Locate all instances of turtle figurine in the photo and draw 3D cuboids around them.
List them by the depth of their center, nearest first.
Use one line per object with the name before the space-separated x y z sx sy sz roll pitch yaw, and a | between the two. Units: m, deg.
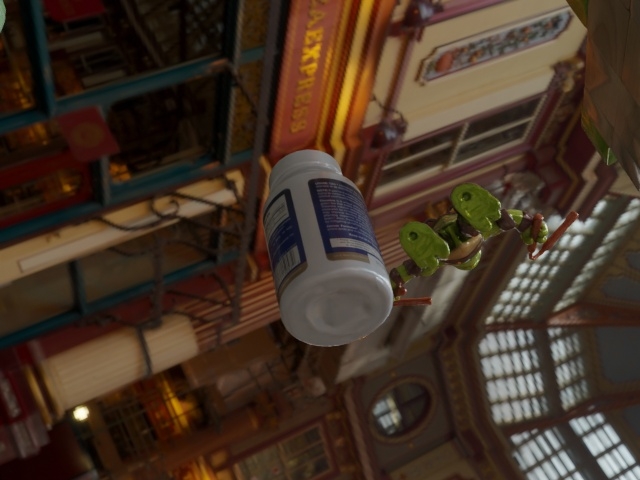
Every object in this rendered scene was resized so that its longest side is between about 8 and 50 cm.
turtle figurine | 0.171 -0.006 1.030 0.217 0.269 0.087 41 27 -72

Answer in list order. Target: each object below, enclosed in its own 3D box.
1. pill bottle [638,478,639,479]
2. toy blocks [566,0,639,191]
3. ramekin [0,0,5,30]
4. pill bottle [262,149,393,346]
pill bottle | 0.336 0.325 0.517 0.407 0.229 0.229 44 -32 48
toy blocks | 0.331 -0.179 0.629 0.191 0.261 0.381 63 6 21
ramekin | -0.398 -0.170 0.679 0.303 0.303 0.148 35 -22 53
pill bottle | 0.000 0.000 0.543 0.120 0.067 0.067 -104 -169 -45
